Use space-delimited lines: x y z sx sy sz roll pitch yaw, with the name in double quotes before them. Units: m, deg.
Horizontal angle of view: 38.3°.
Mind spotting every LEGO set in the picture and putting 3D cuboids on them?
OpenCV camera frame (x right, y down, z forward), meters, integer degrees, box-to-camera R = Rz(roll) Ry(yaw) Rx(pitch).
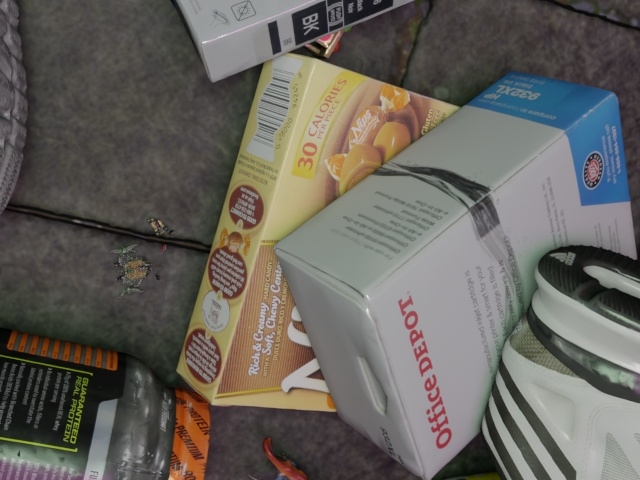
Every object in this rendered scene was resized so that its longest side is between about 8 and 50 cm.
"LEGO set" -0.175 0.018 0.893 0.083 0.023 0.054 -44 110 -14

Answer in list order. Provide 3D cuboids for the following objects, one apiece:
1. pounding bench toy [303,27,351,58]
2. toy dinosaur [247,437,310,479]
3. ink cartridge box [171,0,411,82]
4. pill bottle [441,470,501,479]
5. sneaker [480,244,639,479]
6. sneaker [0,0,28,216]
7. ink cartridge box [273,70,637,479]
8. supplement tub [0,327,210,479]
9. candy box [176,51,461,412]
"pounding bench toy" 0.001 -0.220 0.862 0.065 0.052 0.083 29 94 -17
"toy dinosaur" -0.029 0.235 0.949 0.090 0.047 0.082 -3 134 17
"ink cartridge box" 0.022 -0.274 0.806 0.332 0.065 0.165 -23 66 -5
"pill bottle" 0.236 0.303 0.996 0.214 0.117 0.117 -5 103 -12
"sneaker" 0.341 0.205 0.744 0.447 0.169 0.258 27 116 15
"sneaker" -0.344 -0.160 0.752 0.180 0.124 0.321 -4 78 -4
"ink cartridge box" 0.136 0.024 0.831 0.307 0.129 0.223 -37 129 -23
"supplement tub" -0.280 0.181 0.805 0.337 0.207 0.207 15 98 -15
"candy box" 0.000 0.000 0.865 0.182 0.087 0.317 11 101 -36
